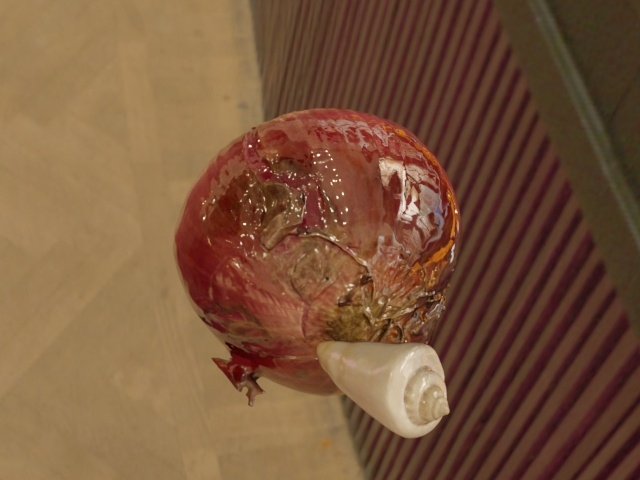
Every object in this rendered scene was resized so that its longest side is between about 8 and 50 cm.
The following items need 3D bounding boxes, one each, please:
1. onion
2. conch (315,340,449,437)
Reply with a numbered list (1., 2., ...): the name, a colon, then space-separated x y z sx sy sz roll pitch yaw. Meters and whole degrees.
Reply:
1. onion: -0.003 0.021 1.385 0.354 0.353 0.353 4 57 -6
2. conch: 0.067 0.150 1.228 0.104 0.176 0.094 -13 99 -44
